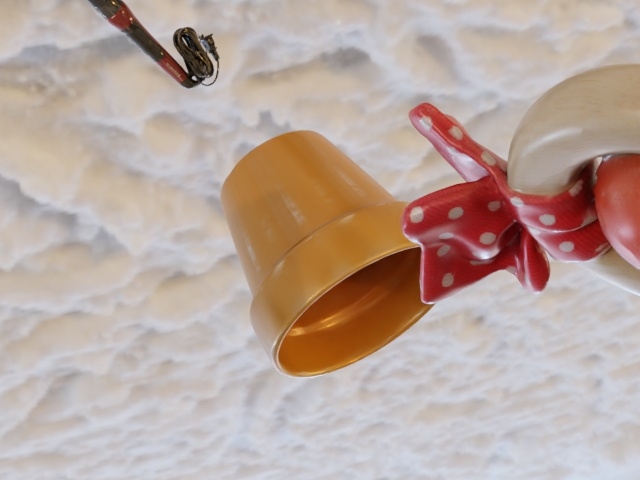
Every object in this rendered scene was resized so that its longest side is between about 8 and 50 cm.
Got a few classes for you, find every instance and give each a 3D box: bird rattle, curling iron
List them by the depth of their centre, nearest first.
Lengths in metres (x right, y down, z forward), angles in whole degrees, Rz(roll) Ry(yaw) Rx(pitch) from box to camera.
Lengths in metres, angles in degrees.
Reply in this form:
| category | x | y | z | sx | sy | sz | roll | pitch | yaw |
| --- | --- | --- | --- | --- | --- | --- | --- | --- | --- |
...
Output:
| category | x | y | z | sx | sy | sz | roll | pitch | yaw |
| --- | --- | --- | --- | --- | --- | --- | --- | --- | --- |
| bird rattle | 0.160 | -0.018 | 0.541 | 0.143 | 0.254 | 0.207 | -53 | 169 | -23 |
| curling iron | -0.223 | -0.265 | 1.275 | 0.274 | 0.068 | 0.035 | 36 | 155 | -23 |

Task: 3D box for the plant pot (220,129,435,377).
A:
| category | x | y | z | sx | sy | sz | roll | pitch | yaw |
| --- | --- | --- | --- | --- | --- | --- | --- | --- | --- |
| plant pot | 0.000 | 0.000 | 1.125 | 0.205 | 0.188 | 0.205 | -26 | 152 | -15 |
